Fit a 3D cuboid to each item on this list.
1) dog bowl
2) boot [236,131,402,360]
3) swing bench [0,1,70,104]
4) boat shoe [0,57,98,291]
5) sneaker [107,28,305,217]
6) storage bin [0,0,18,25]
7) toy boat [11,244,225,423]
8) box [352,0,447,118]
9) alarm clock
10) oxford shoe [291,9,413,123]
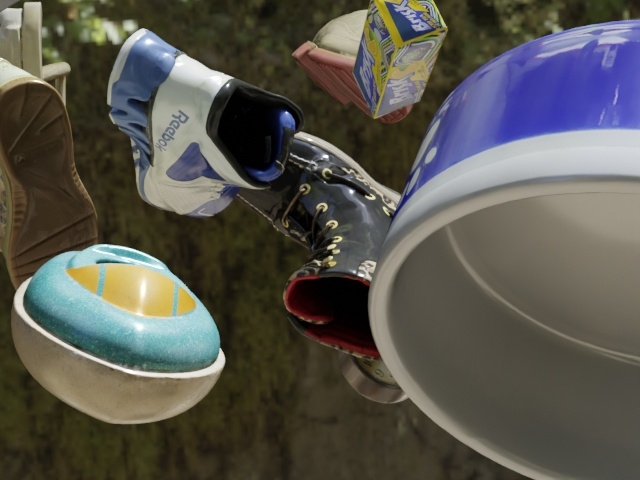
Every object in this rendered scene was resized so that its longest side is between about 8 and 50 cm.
[{"bbox_3d":[0.163,0.023,0.633,0.265,0.265,0.104,1,49,24],"label":"dog bowl"},{"bbox_3d":[0.000,0.000,1.744,0.377,0.138,0.284,31,29,-5],"label":"boot"},{"bbox_3d":[-0.429,-0.158,1.476,0.253,0.165,0.254,-1,-9,-3],"label":"swing bench"},{"bbox_3d":[-0.304,-0.056,1.364,0.105,0.285,0.089,-19,39,-29],"label":"boat shoe"},{"bbox_3d":[-0.110,-0.096,1.423,0.182,0.127,0.315,22,-18,16],"label":"sneaker"},{"bbox_3d":[-0.283,-0.231,1.087,0.091,0.098,0.135,-29,-4,-7],"label":"storage bin"},{"bbox_3d":[-0.232,0.048,1.115,0.318,0.148,0.267,15,9,-20],"label":"toy boat"},{"bbox_3d":[0.073,-0.179,1.228,0.054,0.059,0.169,-22,-14,-10],"label":"box"},{"bbox_3d":[0.073,0.154,1.810,0.192,0.064,0.129,32,49,-3],"label":"alarm clock"},{"bbox_3d":[0.060,-0.239,1.613,0.130,0.123,0.348,-47,23,0],"label":"oxford shoe"}]
